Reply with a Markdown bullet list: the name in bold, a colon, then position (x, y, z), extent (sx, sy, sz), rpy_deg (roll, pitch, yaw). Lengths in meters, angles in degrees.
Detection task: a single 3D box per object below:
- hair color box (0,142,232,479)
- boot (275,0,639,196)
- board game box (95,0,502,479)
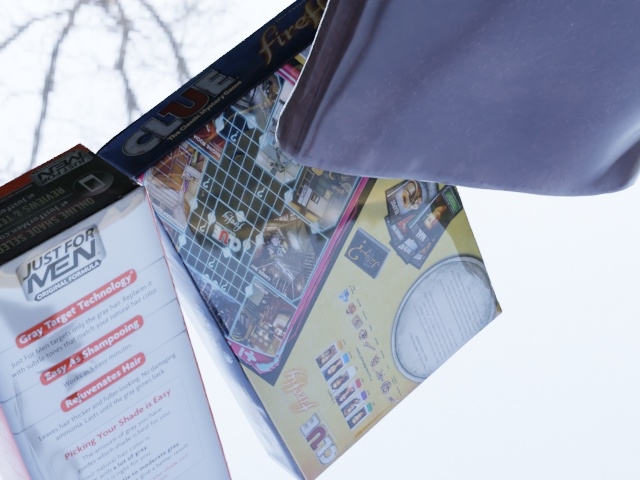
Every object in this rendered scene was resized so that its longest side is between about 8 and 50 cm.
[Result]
- **hair color box**: position (-0.082, 0.046, 0.495), extent (0.072, 0.141, 0.043), rpy_deg (-31, -139, -25)
- **boot**: position (0.038, -0.096, 0.288), extent (0.248, 0.207, 0.090), rpy_deg (3, -143, -40)
- **board game box**: position (0.000, 0.000, 0.786), extent (0.165, 0.243, 0.042), rpy_deg (-39, -139, -18)
